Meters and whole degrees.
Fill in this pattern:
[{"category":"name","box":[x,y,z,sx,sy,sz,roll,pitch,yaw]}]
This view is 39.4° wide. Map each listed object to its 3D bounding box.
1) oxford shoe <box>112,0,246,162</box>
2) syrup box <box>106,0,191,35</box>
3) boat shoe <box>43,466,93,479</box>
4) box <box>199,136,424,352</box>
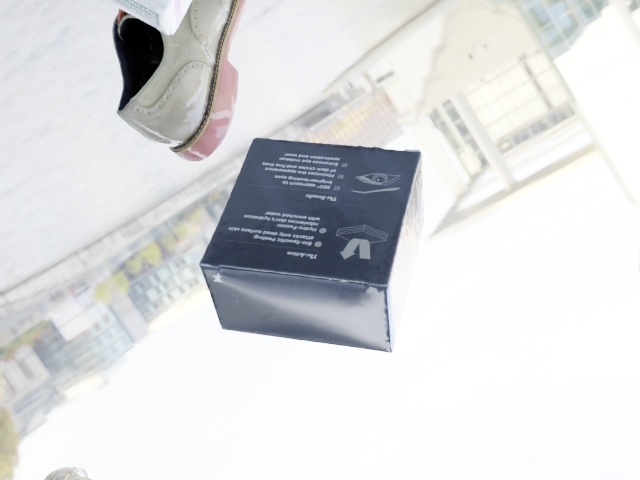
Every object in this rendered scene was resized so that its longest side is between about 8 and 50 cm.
[{"category":"oxford shoe","box":[-0.169,-0.265,1.039,0.123,0.130,0.348,-30,-128,36]},{"category":"syrup box","box":[-0.100,-0.283,0.663,0.237,0.093,0.096,-63,-173,-4]},{"category":"boat shoe","box":[-0.248,0.266,0.892,0.059,0.063,0.170,-16,-174,-1]},{"category":"box","box":[0.000,0.000,0.770,0.155,0.093,0.158,6,-131,14]}]
